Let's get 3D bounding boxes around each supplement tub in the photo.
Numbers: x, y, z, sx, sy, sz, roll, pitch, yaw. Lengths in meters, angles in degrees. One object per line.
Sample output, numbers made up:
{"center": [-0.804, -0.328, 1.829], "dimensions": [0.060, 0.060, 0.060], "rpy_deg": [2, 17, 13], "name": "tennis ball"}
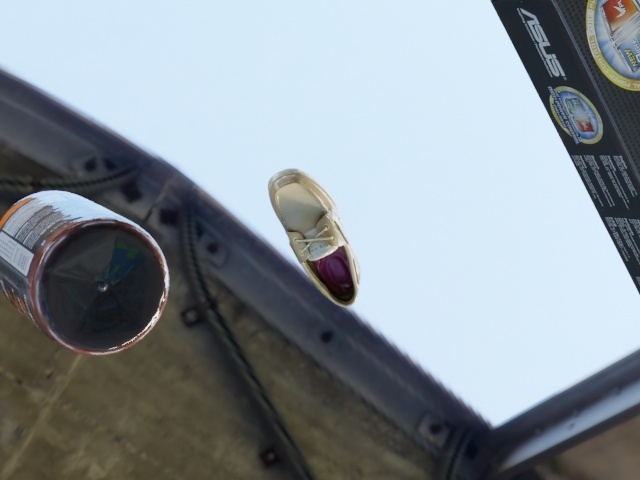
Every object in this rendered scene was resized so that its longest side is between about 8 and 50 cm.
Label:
{"center": [-0.196, 0.019, 1.039], "dimensions": [0.106, 0.198, 0.106], "rpy_deg": [-5, -78, -25], "name": "supplement tub"}

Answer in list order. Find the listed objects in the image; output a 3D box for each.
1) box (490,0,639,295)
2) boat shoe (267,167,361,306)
{"center": [0.256, -0.101, 0.871], "dimensions": [0.216, 0.060, 0.270], "rpy_deg": [-38, -70, -23], "name": "box"}
{"center": [0.000, 0.000, 1.378], "dimensions": [0.170, 0.063, 0.059], "rpy_deg": [57, -168, -34], "name": "boat shoe"}
